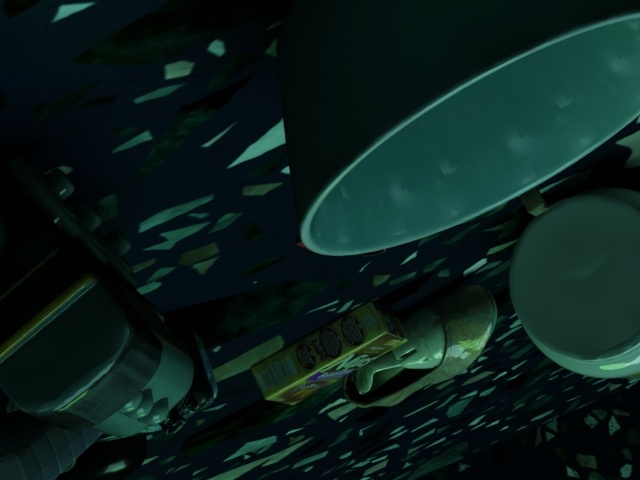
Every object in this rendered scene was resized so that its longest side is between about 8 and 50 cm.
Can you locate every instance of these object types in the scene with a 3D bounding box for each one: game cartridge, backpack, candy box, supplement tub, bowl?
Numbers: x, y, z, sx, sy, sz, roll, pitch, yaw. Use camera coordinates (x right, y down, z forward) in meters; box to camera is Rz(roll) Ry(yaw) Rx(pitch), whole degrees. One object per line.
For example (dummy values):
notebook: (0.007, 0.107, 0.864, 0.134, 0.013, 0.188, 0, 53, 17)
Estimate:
game cartridge: (-0.391, 0.237, 1.490, 0.355, 0.068, 0.230, -18, -178, 13)
backpack: (-0.173, 0.153, 1.712, 0.114, 0.105, 0.084, -30, 163, 28)
candy box: (0.013, 0.150, 2.088, 0.186, 0.053, 0.109, -31, 163, 11)
supplement tub: (0.388, 0.059, 2.054, 0.241, 0.241, 0.331, -32, 163, 17)
bowl: (0.094, -0.135, 1.132, 0.311, 0.163, 0.311, -24, 164, -7)

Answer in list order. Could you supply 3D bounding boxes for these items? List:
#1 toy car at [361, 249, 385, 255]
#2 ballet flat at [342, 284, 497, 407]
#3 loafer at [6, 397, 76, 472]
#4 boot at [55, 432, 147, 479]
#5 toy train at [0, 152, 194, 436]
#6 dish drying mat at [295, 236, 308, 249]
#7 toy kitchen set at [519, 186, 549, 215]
toy car: (0.071, -0.031, 1.620, 0.122, 0.060, 0.040, -33, -164, 44)
ballet flat: (0.128, 0.160, 2.216, 0.106, 0.107, 0.316, -6, 154, -34)
loafer: (-0.278, 0.160, 1.658, 0.096, 0.084, 0.267, 11, 148, -13)
boot: (-0.288, 0.383, 1.962, 0.348, 0.260, 0.131, -38, 161, 36)
toy train: (-0.193, 0.062, 1.215, 0.142, 0.190, 0.334, -39, 164, -3)
dish drying mat: (0.000, 0.000, 1.683, 0.032, 0.008, 0.083, -31, 162, 13)
toy kitchen set: (0.225, -0.082, 1.642, 0.075, 0.083, 0.068, -31, 164, 16)
